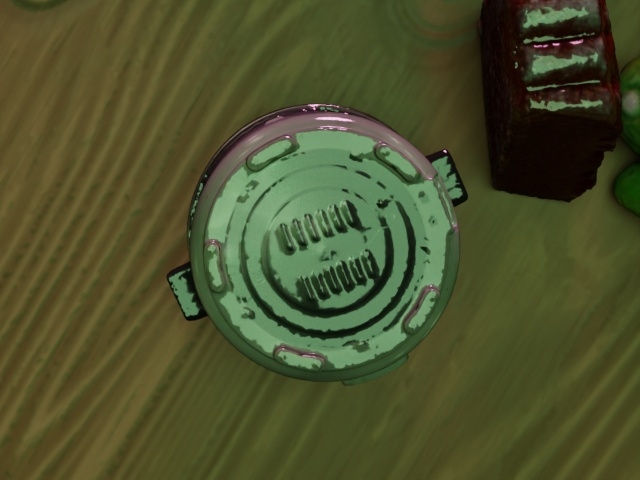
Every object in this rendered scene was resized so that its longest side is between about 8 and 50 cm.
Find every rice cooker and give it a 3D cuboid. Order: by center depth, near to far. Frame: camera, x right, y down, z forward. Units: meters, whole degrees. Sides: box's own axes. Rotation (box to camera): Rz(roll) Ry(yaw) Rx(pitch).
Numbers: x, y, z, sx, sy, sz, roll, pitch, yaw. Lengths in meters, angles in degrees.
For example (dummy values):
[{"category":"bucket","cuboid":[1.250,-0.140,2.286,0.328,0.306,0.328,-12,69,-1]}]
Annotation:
[{"category":"rice cooker","cuboid":[0.000,0.000,1.104,0.281,0.227,0.241,-26,97,-1]}]

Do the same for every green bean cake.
[{"category":"green bean cake","cuboid":[0.201,-0.132,1.106,0.097,0.233,0.198,-6,90,1]}]

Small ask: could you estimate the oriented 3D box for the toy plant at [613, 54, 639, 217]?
[{"category":"toy plant","cuboid":[0.390,-0.065,1.124,0.316,0.185,0.224,53,128,32]}]
